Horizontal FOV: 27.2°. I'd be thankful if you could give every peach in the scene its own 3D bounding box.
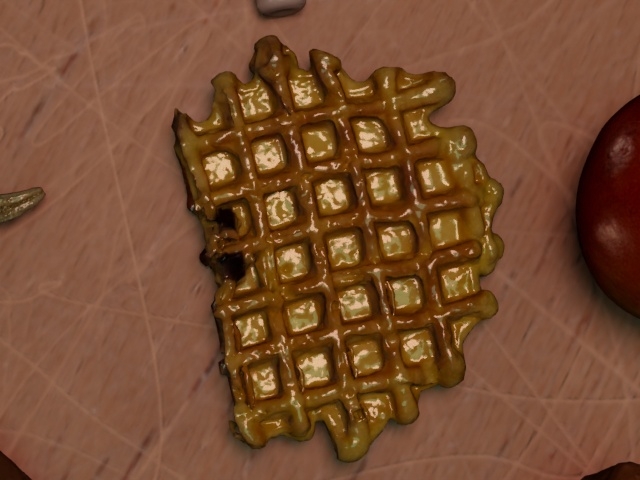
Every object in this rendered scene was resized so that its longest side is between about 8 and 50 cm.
[{"bbox_3d":[0.271,-0.027,0.933,0.197,0.197,0.197,0,87,-5],"label":"peach"}]

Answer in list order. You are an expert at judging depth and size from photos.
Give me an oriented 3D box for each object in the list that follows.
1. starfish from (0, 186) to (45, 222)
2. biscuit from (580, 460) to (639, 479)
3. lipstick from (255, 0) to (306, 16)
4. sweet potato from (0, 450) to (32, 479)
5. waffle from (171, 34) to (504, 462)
[{"bbox_3d":[-0.310,-0.038,0.949,0.216,0.050,0.224,-4,68,-23],"label":"starfish"},{"bbox_3d":[0.268,0.378,0.923,0.395,0.166,0.343,34,83,-4],"label":"biscuit"},{"bbox_3d":[-0.040,-0.240,0.994,0.040,0.040,0.141,-10,87,-6],"label":"lipstick"},{"bbox_3d":[-0.337,0.114,0.902,0.336,0.131,0.131,44,84,-2],"label":"sweet potato"},{"bbox_3d":[0.000,0.001,0.974,0.283,0.065,0.309,33,81,-5],"label":"waffle"}]
